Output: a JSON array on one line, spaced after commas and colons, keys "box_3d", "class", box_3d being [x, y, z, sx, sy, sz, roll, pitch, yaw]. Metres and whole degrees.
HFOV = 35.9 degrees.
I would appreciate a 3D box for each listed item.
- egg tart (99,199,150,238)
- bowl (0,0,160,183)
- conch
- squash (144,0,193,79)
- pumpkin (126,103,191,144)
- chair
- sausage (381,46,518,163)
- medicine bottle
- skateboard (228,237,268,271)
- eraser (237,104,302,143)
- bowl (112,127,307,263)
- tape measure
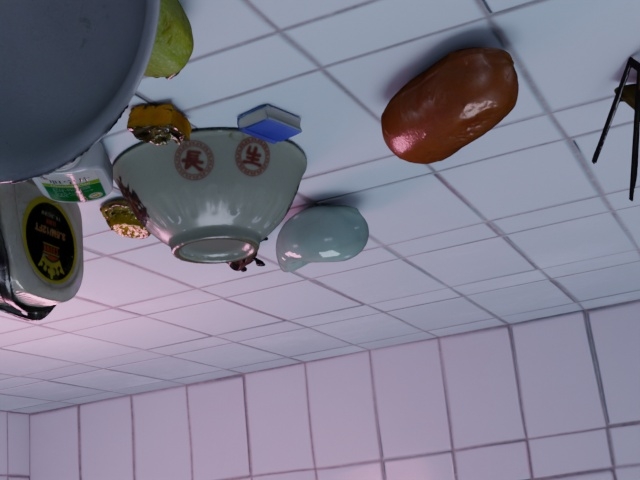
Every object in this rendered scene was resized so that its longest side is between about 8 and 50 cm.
[{"box_3d": [-0.352, -0.036, 1.850, 0.130, 0.052, 0.130, 4, 162, 1], "class": "egg tart"}, {"box_3d": [-0.278, -0.230, 0.934, 0.345, 0.345, 0.157, -12, -174, 18], "class": "bowl"}, {"box_3d": [0.001, -0.005, 1.958, 0.185, 0.121, 0.221, 5, 167, -43], "class": "conch"}, {"box_3d": [-0.200, -0.256, 1.151, 0.137, 0.137, 0.287, -11, 173, 17], "class": "squash"}, {"box_3d": [-0.241, -0.168, 1.477, 0.074, 0.054, 0.083, -5, 168, 13], "class": "pumpkin"}, {"box_3d": [0.536, -0.197, 1.491, 0.158, 0.172, 0.247, -3, 119, -10], "class": "chair"}, {"box_3d": [0.180, -0.192, 1.424, 0.133, 0.133, 0.258, 4, 161, -29], "class": "sausage"}, {"box_3d": [-0.395, -0.120, 1.552, 0.119, 0.069, 0.183, -3, 161, -3], "class": "medicine bottle"}, {"box_3d": [-0.177, 0.032, 2.130, 0.080, 0.067, 0.151, 13, 160, -24], "class": "skateboard"}, {"box_3d": [-0.079, -0.180, 1.534, 0.063, 0.027, 0.084, -17, 160, 35], "class": "eraser"}, {"box_3d": [-0.185, -0.054, 1.688, 0.337, 0.157, 0.337, -5, 162, -2], "class": "bowl"}, {"box_3d": [-0.519, 0.009, 1.648, 0.133, 0.231, 0.271, -9, 163, 17], "class": "tape measure"}]
